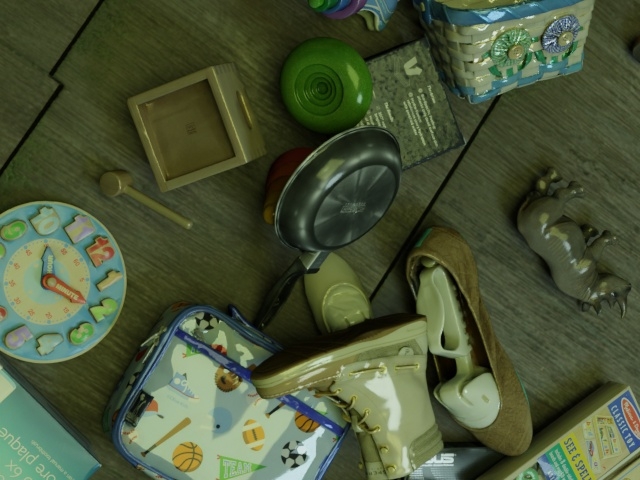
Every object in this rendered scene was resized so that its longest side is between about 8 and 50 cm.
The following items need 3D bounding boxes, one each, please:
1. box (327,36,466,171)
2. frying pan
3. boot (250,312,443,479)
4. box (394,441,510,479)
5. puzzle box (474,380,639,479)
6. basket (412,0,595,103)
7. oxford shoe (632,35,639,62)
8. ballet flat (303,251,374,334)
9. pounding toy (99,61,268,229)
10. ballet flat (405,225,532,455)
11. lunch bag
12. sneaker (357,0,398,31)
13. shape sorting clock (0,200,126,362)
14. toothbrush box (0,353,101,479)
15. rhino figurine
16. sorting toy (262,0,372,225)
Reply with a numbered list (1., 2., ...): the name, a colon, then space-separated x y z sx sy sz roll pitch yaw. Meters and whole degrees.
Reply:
1. box: 0.088 -0.171 1.697 0.158 0.093 0.156 -23 99 -13
2. frying pan: -0.013 -0.010 1.601 0.326 0.053 0.197 -49 147 7
3. boot: 0.042 0.217 1.612 0.262 0.095 0.203 -16 100 -35
4. box: 0.196 0.379 1.790 0.191 0.045 0.184 4 94 -18
5. puzzle box: 0.416 0.445 1.831 0.272 0.052 0.408 -33 105 -19
6. basket: 0.244 -0.346 1.663 0.255 0.201 0.288 -19 117 -14
7. oxford shoe: 0.551 -0.292 1.853 0.212 0.076 0.076 -1 64 -14
8. ballet flat: 0.049 0.131 1.711 0.086 0.086 0.248 -23 99 -14
9. pounding toy: -0.179 -0.109 1.621 0.206 0.094 0.181 -18 96 20
10. ballet flat: 0.190 0.149 1.718 0.124 0.116 0.342 -23 98 -56
11. lunch bag: -0.121 0.223 1.652 0.303 0.115 0.243 34 81 -17
12. sneaker: 0.014 -0.340 1.667 0.211 0.080 0.081 15 92 -21
13. shape sorting clock: -0.346 0.052 1.597 0.206 0.040 0.206 2 86 -27
14. toothbrush box: -0.454 0.294 1.549 0.295 0.126 0.216 -43 103 -9
15. rhino figurine: 0.367 0.019 1.805 0.106 0.073 0.243 -41 105 -14
16. sorting toy: -0.018 -0.159 1.580 0.127 0.126 0.365 19 115 17
